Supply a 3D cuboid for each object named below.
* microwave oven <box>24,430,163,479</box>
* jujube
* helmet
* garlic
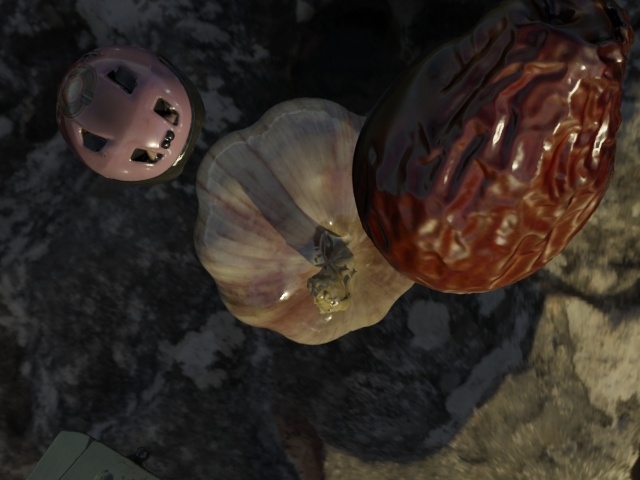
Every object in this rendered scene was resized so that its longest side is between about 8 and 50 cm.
[{"bbox_3d":[-0.152,0.419,1.056,0.333,0.394,0.247,21,58,29],"label":"microwave oven"},{"bbox_3d":[0.111,-0.066,0.639,0.168,0.236,0.168,7,57,-11],"label":"jujube"},{"bbox_3d":[-0.292,-0.186,1.455,0.253,0.154,0.198,29,97,15],"label":"helmet"},{"bbox_3d":[0.000,0.000,0.944,0.245,0.253,0.245,-3,110,-9],"label":"garlic"}]
